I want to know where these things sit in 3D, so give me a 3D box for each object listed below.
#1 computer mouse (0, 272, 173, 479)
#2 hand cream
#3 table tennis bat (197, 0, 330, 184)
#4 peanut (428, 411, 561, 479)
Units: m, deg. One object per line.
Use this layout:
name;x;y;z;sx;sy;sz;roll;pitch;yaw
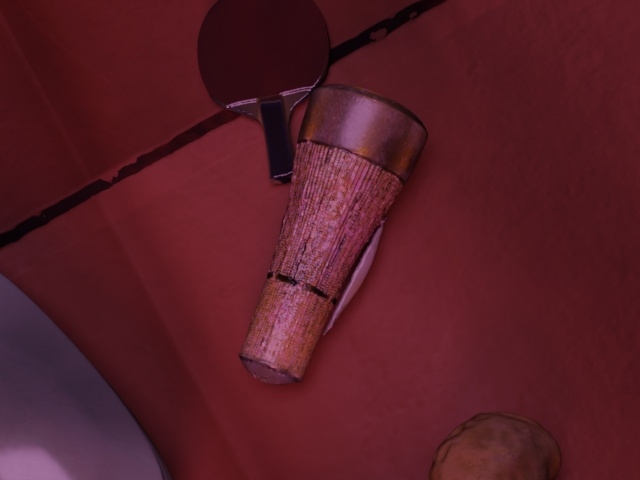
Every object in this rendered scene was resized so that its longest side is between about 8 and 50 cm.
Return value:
computer mouse;-0.216;0.126;1.148;0.159;0.097;0.288;-44;70;-5
hand cream;0.000;0.000;1.169;0.084;0.084;0.203;19;80;15
table tennis bat;-0.037;-0.113;1.247;0.095;0.014;0.158;-11;67;4
peanut;0.092;0.205;1.070;0.099;0.099;0.214;16;74;15
